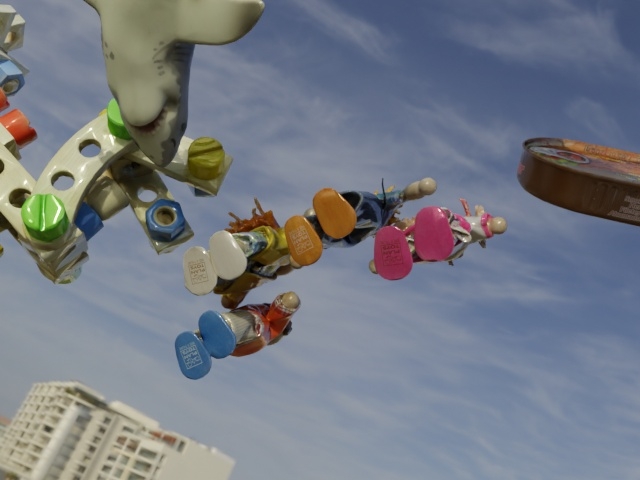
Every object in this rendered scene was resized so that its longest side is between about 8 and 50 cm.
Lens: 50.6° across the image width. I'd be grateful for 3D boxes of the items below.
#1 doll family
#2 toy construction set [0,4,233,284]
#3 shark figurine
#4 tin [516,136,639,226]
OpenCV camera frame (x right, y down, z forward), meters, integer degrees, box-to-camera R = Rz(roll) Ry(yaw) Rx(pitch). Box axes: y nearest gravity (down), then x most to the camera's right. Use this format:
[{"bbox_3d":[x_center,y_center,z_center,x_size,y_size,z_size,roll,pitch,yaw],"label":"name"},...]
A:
[{"bbox_3d":[0.000,0.000,0.522,0.263,0.118,0.163,-26,-7,17],"label":"doll family"},{"bbox_3d":[-0.252,-0.093,0.558,0.327,0.215,0.151,40,-25,21],"label":"toy construction set"},{"bbox_3d":[-0.051,-0.189,0.413,0.278,0.116,0.166,-32,-75,27],"label":"shark figurine"},{"bbox_3d":[0.248,-0.040,0.526,0.189,0.106,0.040,14,-70,9],"label":"tin"}]
